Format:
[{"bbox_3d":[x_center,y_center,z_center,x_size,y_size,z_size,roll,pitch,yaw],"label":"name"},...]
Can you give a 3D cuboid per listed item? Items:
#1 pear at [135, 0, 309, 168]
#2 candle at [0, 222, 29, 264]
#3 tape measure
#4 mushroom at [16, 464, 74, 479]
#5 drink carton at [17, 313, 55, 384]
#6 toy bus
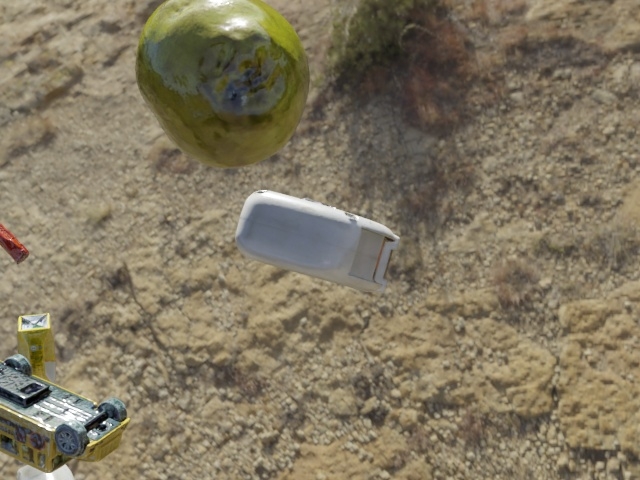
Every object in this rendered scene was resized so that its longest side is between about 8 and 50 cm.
[{"bbox_3d":[-0.188,-0.319,1.541,0.352,0.352,0.413,-46,28,-18],"label":"pear"},{"bbox_3d":[-0.746,-0.015,1.839,0.162,0.053,0.048,46,67,4],"label":"candle"},{"bbox_3d":[0.000,0.000,1.285,0.258,0.265,0.130,18,87,3],"label":"tape measure"},{"bbox_3d":[-0.486,0.493,1.373,0.118,0.103,0.270,-28,31,1],"label":"mushroom"},{"bbox_3d":[-0.596,0.257,1.650,0.075,0.199,0.084,-4,24,-21],"label":"drink carton"},{"bbox_3d":[-0.478,0.281,1.269,0.336,0.122,0.121,18,18,19],"label":"toy bus"}]
